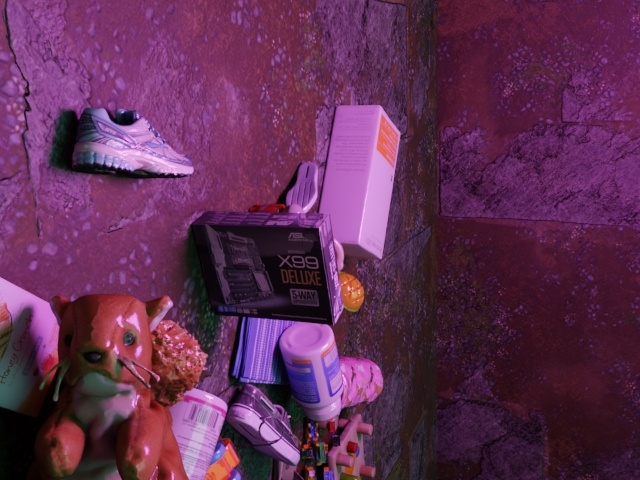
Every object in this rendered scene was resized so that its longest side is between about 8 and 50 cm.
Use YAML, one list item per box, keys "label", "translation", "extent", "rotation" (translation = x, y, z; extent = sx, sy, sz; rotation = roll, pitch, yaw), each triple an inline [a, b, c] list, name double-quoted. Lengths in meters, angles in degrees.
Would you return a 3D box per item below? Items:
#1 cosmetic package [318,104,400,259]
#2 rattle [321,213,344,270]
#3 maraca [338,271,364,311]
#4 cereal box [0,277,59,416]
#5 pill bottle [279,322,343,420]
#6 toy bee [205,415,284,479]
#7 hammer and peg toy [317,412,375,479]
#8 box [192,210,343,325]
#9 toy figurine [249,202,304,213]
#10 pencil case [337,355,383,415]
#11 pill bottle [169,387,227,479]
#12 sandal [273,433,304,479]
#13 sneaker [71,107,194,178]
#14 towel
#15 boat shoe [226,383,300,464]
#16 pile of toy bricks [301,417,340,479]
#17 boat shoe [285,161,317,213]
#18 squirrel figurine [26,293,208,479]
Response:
- label: "cosmetic package"
  translation: [0.125, -0.185, 2.140]
  extent: [0.230, 0.162, 0.453]
  rotation: [30, 67, -63]
- label: "rattle"
  translation: [0.000, 0.000, 1.996]
  extent: [0.199, 0.130, 0.143]
  rotation: [65, 24, -10]
- label: "maraca"
  translation: [0.075, 0.157, 2.170]
  extent: [0.185, 0.099, 0.127]
  rotation: [46, 39, -26]
- label: "cereal box"
  translation: [-0.487, 0.152, 0.986]
  extent: [0.240, 0.047, 0.173]
  rotation: [52, 49, -57]
- label: "pill bottle"
  translation: [-0.017, 0.372, 1.854]
  extent: [0.152, 0.152, 0.272]
  rotation: [-54, 142, -49]
- label: "toy bee"
  translation: [-0.239, 0.516, 1.492]
  extent: [0.298, 0.162, 0.195]
  rotation: [-7, 84, -34]
- label: "hammer and peg toy"
  translation: [0.093, 0.714, 2.251]
  extent: [0.266, 0.127, 0.361]
  rotation: [-38, 127, -59]
- label: "box"
  translation: [-0.114, 0.059, 1.477]
  extent: [0.076, 0.308, 0.242]
  rotation: [-54, 141, -55]
- label: "toy figurine"
  translation: [-0.095, 0.019, 1.703]
  extent: [0.213, 0.148, 0.209]
  rotation: [48, 51, -58]
- label: "pencil case"
  translation: [0.081, 0.466, 2.151]
  extent: [0.386, 0.160, 0.167]
  rotation: [16, 93, -66]
- label: "pill bottle"
  translation: [-0.301, 0.439, 1.306]
  extent: [0.160, 0.160, 0.283]
  rotation: [56, 45, -54]
- label: "sandal"
  translation: [-0.085, 0.717, 1.912]
  extent: [0.120, 0.086, 0.302]
  rotation: [-9, 102, -65]
- label: "sneaker"
  translation: [-0.328, -0.178, 1.214]
  extent: [0.283, 0.110, 0.122]
  rotation: [0, 90, -66]
- label: "towel"
  translation: [-0.137, 0.270, 1.801]
  extent: [0.336, 0.040, 0.243]
  rotation: [34, 62, -65]
- label: "boat shoe"
  translation: [-0.126, 0.491, 1.742]
  extent: [0.119, 0.121, 0.335]
  rotation: [-65, 146, -30]
- label: "pile of toy bricks"
  translation: [-0.007, 0.665, 2.087]
  extent: [0.105, 0.118, 0.212]
  rotation: [144, -55, -71]
- label: "boat shoe"
  translation: [-0.041, -0.128, 1.859]
  extent: [0.226, 0.083, 0.075]
  rotation: [-71, 161, -46]
- label: "squirrel figurine"
  translation: [-0.335, 0.252, 1.074]
  extent: [0.397, 0.281, 0.370]
  rotation: [-94, -178, -80]
